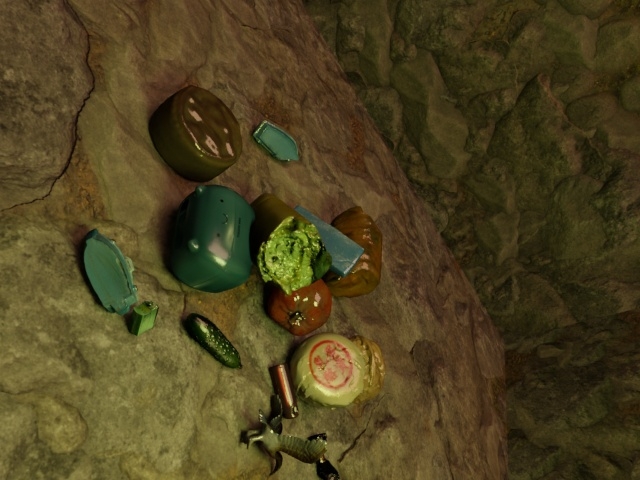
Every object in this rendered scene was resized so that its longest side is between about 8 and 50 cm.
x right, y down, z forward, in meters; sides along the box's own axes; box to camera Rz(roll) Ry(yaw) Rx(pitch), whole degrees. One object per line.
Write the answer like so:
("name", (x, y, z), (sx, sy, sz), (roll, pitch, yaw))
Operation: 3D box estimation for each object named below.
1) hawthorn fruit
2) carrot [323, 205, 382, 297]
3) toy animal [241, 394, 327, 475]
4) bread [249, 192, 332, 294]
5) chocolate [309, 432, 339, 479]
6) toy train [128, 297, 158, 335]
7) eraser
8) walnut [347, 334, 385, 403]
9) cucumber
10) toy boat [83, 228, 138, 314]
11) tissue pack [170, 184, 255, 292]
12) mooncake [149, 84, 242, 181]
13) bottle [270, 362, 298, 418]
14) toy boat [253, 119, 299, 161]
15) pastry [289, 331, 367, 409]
("hawthorn fruit", (-0.064, 0.188, 1.616), (0.210, 0.211, 0.262), (55, 14, -19))
("carrot", (0.126, 0.065, 1.944), (0.241, 0.242, 0.340), (40, 42, -37))
("toy animal", (-0.138, 0.550, 1.334), (0.160, 0.197, 0.272), (24, 4, -29))
("bread", (-0.127, 0.007, 1.504), (0.251, 0.208, 0.376), (64, -11, -29))
("chocolate", (0.008, 0.679, 1.505), (0.070, 0.072, 0.147), (7, 58, -42))
("toy train", (-0.422, 0.185, 1.153), (0.038, 0.093, 0.056), (35, 35, 12))
("eraser", (0.000, 0.000, 1.788), (0.312, 0.042, 0.144), (35, 56, 9))
("walnut", (0.139, 0.461, 1.743), (0.198, 0.198, 0.244), (28, 49, -47))
("cucumber", (-0.286, 0.282, 1.324), (0.227, 0.069, 0.069), (54, 32, -27))
("toy boat", (-0.494, 0.071, 1.143), (0.102, 0.088, 0.215), (174, -110, -86))
("tissue pack", (-0.309, -0.012, 1.352), (0.206, 0.198, 0.287), (34, 45, -41))
("mooncake", (-0.377, -0.336, 1.517), (0.284, 0.156, 0.284), (34, 45, -43))
("bottle", (-0.107, 0.462, 1.480), (0.060, 0.060, 0.164), (2, 69, -57))
("toy boat", (-0.173, -0.392, 1.940), (0.238, 0.109, 0.098), (33, 9, -43))
("pastry", (0.025, 0.420, 1.567), (0.265, 0.133, 0.264), (11, 60, -20))
